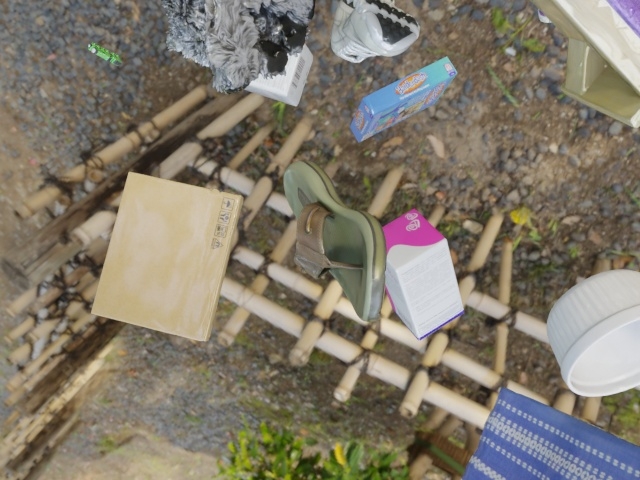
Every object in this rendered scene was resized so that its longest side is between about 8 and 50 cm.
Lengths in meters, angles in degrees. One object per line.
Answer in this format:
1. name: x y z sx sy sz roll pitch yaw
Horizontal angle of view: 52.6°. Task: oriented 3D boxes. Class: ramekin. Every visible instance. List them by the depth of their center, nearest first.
1. ramekin: 0.455 0.140 1.010 0.207 0.109 0.207 -9 134 -10

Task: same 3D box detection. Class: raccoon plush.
1. raccoon plush: -0.195 -0.429 0.980 0.299 0.216 0.446 36 163 40

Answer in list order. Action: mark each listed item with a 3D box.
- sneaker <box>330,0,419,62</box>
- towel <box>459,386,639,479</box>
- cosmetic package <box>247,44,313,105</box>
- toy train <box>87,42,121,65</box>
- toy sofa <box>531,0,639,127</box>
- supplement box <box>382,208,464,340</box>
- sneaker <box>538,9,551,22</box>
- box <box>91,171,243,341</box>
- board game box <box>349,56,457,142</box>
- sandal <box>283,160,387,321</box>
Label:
1. sneaker: 0.074 -0.330 1.026 0.110 0.292 0.118 23 115 -18
2. towel: 0.101 0.266 0.415 0.040 0.336 0.243 32 174 -11
3. cosmetic package: -0.137 -0.471 1.753 0.183 0.151 0.151 20 94 8
4. toy train: -0.435 -0.375 1.309 0.017 0.083 0.024 -37 72 17
5. toy sofa: 0.232 -0.292 0.631 0.362 0.150 0.177 34 105 -24
6. supplement box: 0.181 0.067 1.222 0.111 0.114 0.220 53 172 45
7. sneaker: 0.534 -0.493 1.339 0.170 0.068 0.071 5 118 34
8. box: -0.206 0.020 0.873 0.164 0.201 0.021 13 175 8
9. board game box: 0.174 -0.301 1.398 0.047 0.210 0.160 61 167 7
10. sandal: -0.001 0.001 0.791 0.303 0.086 0.120 -129 36 -53
